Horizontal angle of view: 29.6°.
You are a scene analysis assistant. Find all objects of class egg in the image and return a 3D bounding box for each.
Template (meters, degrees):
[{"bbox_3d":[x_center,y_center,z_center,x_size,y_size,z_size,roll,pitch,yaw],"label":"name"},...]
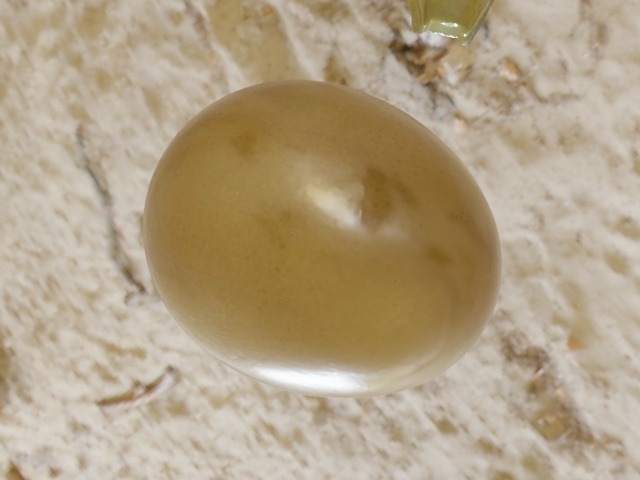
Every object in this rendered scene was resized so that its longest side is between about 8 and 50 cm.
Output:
[{"bbox_3d":[0.000,0.000,0.978,0.322,0.250,0.250,22,137,45],"label":"egg"}]

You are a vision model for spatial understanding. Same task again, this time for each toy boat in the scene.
[{"bbox_3d":[0.082,-0.191,0.739,0.065,0.172,0.066,10,148,-5],"label":"toy boat"}]
